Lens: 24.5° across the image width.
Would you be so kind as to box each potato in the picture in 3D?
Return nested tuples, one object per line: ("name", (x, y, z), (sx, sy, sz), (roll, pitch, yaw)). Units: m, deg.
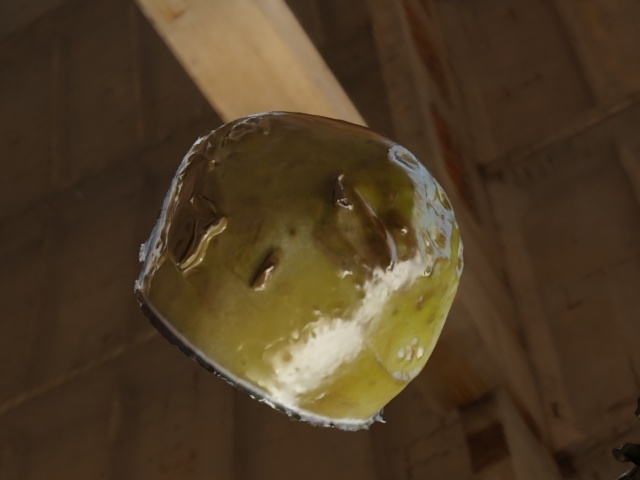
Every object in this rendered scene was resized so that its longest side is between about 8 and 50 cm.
("potato", (0.000, 0.000, 1.118), (0.196, 0.246, 0.299), (-54, -171, 8))

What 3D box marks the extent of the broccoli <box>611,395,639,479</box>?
("broccoli", (0.217, 0.174, 0.697), (0.243, 0.272, 0.180), (4, -165, -12))
